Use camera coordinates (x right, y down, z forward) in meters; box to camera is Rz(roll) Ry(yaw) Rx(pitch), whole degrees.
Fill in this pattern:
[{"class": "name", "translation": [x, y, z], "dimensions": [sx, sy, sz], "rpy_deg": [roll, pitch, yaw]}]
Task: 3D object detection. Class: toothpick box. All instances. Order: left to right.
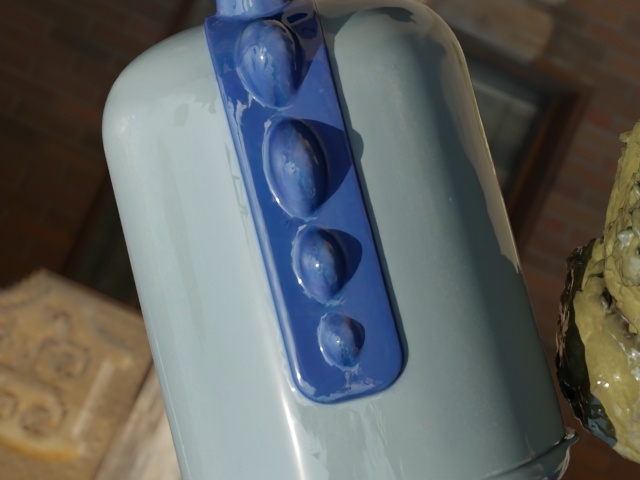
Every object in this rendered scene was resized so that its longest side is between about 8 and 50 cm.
[{"class": "toothpick box", "translation": [0.000, 0.000, 1.146], "dimensions": [0.263, 0.355, 0.263], "rpy_deg": [-14, -179, 0]}]

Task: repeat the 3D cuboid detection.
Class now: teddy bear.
[{"class": "teddy bear", "translation": [0.226, 0.036, 1.131], "dimensions": [0.156, 0.267, 0.256], "rpy_deg": [-10, 148, -13]}]
